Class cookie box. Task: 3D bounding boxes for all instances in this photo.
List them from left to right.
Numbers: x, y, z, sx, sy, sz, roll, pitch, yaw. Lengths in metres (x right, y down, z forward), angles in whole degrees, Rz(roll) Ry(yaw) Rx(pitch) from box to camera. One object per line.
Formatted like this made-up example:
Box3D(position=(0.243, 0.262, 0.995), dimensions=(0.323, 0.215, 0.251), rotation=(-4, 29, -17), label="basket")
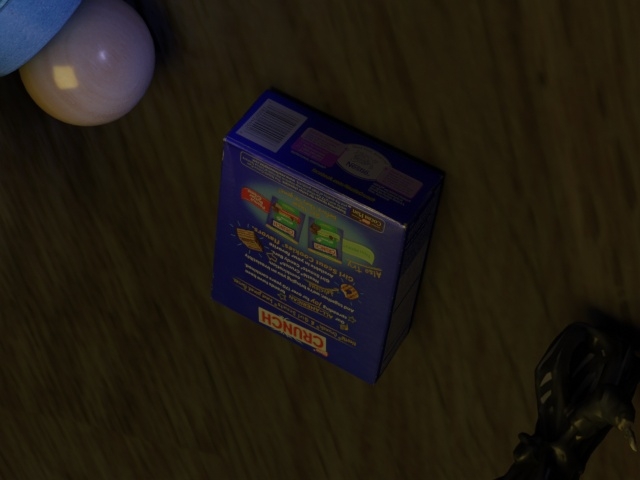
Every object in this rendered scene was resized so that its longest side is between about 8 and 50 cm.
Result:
Box3D(position=(0.000, 0.000, 0.774), dimensions=(0.091, 0.040, 0.107), rotation=(27, 139, 16), label="cookie box")

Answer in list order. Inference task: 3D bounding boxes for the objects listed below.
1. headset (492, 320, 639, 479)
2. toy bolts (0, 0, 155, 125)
Box3D(position=(0.191, 0.216, 0.786), dimensions=(0.243, 0.185, 0.394), rotation=(-7, 137, 47), label="headset")
Box3D(position=(-0.187, -0.078, 0.788), dimensions=(0.228, 0.218, 0.158), rotation=(-39, 115, 19), label="toy bolts")
